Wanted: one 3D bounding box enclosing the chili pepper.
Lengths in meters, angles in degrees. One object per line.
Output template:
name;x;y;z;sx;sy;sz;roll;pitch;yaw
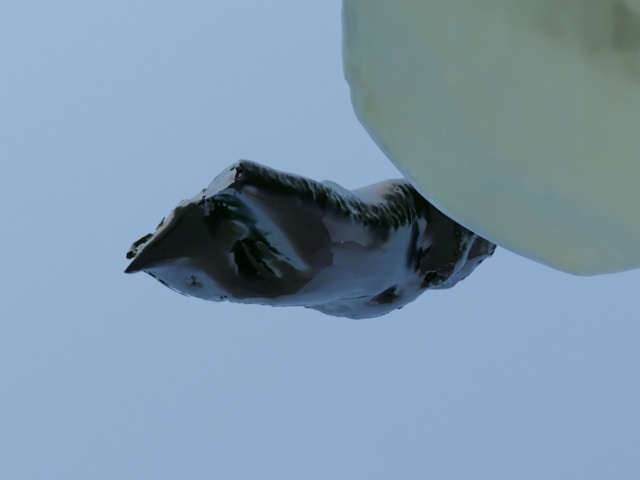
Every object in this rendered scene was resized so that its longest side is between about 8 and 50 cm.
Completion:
chili pepper;0.001;0.002;0.957;0.098;0.224;0.061;-49;-121;34

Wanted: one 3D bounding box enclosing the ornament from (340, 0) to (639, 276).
ornament;0.093;-0.036;0.403;0.059;0.180;0.201;-33;-122;-29
